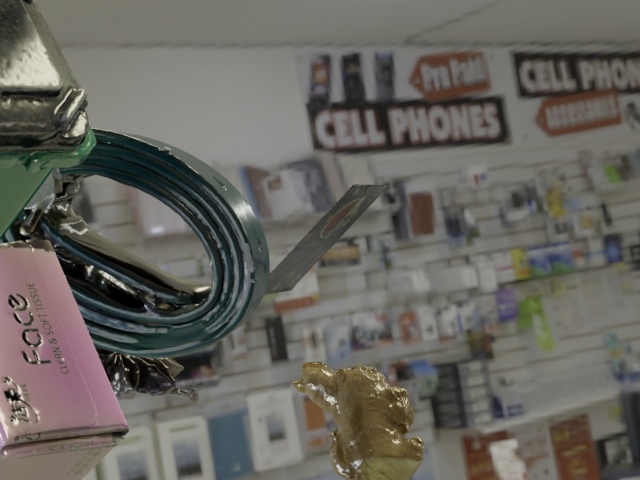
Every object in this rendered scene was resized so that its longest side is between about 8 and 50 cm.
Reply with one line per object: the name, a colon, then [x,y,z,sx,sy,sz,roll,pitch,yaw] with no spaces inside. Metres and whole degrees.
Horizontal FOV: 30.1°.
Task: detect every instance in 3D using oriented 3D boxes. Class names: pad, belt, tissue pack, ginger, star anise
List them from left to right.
tissue pack: [-0.242,0.129,0.765,0.092,0.148,0.246,2,-39,-48]
belt: [-0.287,-0.003,1.740,0.436,0.300,0.173,24,4,2]
star anise: [-0.300,0.188,1.823,0.262,0.081,0.230,34,8,13]
pad: [0.000,0.000,1.863,0.245,0.006,0.170,-47,-14,16]
ginger: [0.058,0.238,1.634,0.137,0.213,0.074,-27,-34,-3]

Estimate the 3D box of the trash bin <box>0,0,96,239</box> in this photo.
trash bin: [-0.449,-0.083,1.231,0.295,0.259,0.381,-5,-36,-44]
